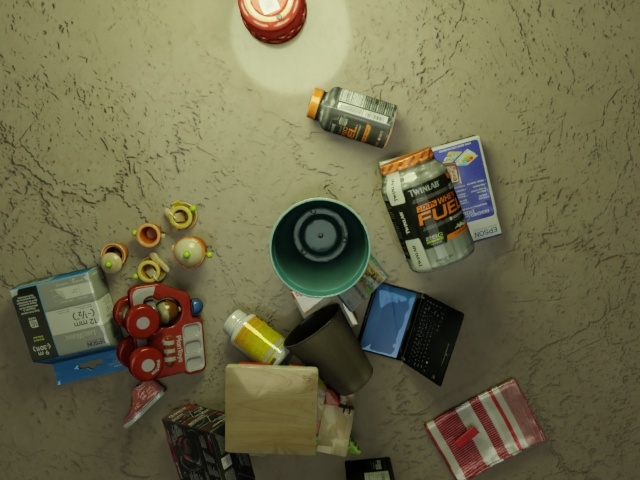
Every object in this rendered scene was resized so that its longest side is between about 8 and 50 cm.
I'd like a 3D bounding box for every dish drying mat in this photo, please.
[{"bbox_3d":[0.466,0.629,1.861,0.083,0.008,0.032,-44,94,7],"label":"dish drying mat"}]

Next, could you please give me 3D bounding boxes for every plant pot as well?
[{"bbox_3d":[-0.132,-0.652,1.604,0.191,0.174,0.191,0,99,-2],"label":"plant pot"},{"bbox_3d":[0.000,0.000,1.666,0.271,0.255,0.272,0,100,1],"label":"plant pot"}]

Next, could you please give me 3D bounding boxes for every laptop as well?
[{"bbox_3d":[0.266,0.278,1.770,0.136,0.264,0.234,8,102,-38],"label":"laptop"}]

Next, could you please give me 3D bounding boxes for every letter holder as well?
[{"bbox_3d":[0.166,0.844,1.780,0.152,0.302,0.214,-7,99,1],"label":"letter holder"}]

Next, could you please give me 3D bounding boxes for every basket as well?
[{"bbox_3d":[0.038,0.331,1.709,0.204,0.154,0.227,-34,103,11],"label":"basket"}]

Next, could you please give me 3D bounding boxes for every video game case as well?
[{"bbox_3d":[0.114,0.118,1.767,0.166,0.015,0.119,-42,102,-19],"label":"video game case"}]

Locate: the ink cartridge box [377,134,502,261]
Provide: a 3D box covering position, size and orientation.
[{"bbox_3d":[0.356,-0.126,1.742,0.303,0.072,0.307,-15,101,2],"label":"ink cartridge box"}]

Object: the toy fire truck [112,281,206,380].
[{"bbox_3d":[-0.476,0.273,1.766,0.253,0.169,0.302,-8,99,-32],"label":"toy fire truck"}]

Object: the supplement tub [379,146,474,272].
[{"bbox_3d":[0.289,-0.085,1.618,0.193,0.193,0.316,-22,98,4],"label":"supplement tub"}]

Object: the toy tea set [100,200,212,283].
[{"bbox_3d":[-0.494,0.031,1.739,0.336,0.124,0.200,-28,98,4],"label":"toy tea set"}]

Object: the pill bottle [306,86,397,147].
[{"bbox_3d":[0.086,-0.360,1.671,0.245,0.130,0.130,17,99,-2],"label":"pill bottle"}]

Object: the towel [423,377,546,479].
[{"bbox_3d":[0.531,0.615,1.876,0.329,0.037,0.237,-29,97,5],"label":"towel"}]

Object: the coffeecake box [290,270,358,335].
[{"bbox_3d":[0.011,0.199,1.793,0.142,0.068,0.185,-26,98,5],"label":"coffeecake box"}]

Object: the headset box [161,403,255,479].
[{"bbox_3d":[-0.356,0.634,1.785,0.293,0.110,0.218,-6,101,44],"label":"headset box"}]

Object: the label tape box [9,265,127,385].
[{"bbox_3d":[-0.760,0.275,1.787,0.249,0.115,0.348,-13,97,2],"label":"label tape box"}]

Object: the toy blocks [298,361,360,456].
[{"bbox_3d":[-0.040,0.501,1.807,0.381,0.191,0.261,10,88,-1],"label":"toy blocks"}]

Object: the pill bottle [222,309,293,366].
[{"bbox_3d":[-0.190,0.305,1.772,0.215,0.117,0.117,35,98,14],"label":"pill bottle"}]

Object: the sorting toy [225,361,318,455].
[{"bbox_3d":[-0.137,0.469,1.663,0.257,0.089,0.256,2,99,1],"label":"sorting toy"}]

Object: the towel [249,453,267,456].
[{"bbox_3d":[-0.242,0.650,1.889,0.148,0.027,0.110,4,100,0],"label":"towel"}]

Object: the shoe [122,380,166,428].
[{"bbox_3d":[-0.580,0.510,1.853,0.178,0.063,0.081,-44,95,1],"label":"shoe"}]
